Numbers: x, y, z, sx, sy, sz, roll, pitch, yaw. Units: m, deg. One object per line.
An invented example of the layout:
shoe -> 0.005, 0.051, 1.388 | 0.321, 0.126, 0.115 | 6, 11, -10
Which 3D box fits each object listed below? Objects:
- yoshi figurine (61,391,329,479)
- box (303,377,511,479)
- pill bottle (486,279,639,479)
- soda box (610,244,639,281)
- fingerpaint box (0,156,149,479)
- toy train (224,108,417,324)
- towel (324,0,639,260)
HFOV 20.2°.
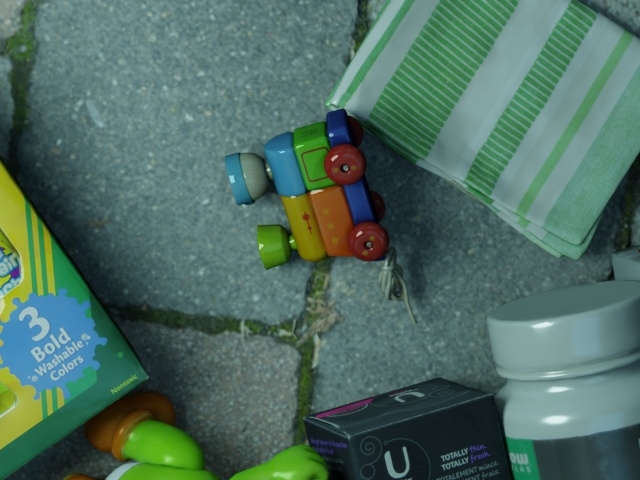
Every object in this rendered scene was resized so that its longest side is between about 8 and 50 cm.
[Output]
yoshi figurine -> -0.079, 0.287, 1.748 | 0.203, 0.362, 0.204 | -37, 134, -30
box -> 0.104, 0.294, 1.837 | 0.165, 0.143, 0.270 | -14, 98, -18
pill bottle -> 0.287, 0.235, 1.840 | 0.204, 0.204, 0.361 | -14, 97, -11
soda box -> 0.392, 0.145, 1.939 | 0.091, 0.098, 0.286 | -13, 99, -11
fingerpaint box -> -0.452, 0.098, 1.716 | 0.445, 0.163, 0.371 | -34, 102, -7
toy train -> 0.000, 0.000, 1.848 | 0.143, 0.105, 0.248 | -15, 114, 6
towel -> 0.198, -0.159, 1.895 | 0.325, 0.038, 0.248 | 31, 88, -13
